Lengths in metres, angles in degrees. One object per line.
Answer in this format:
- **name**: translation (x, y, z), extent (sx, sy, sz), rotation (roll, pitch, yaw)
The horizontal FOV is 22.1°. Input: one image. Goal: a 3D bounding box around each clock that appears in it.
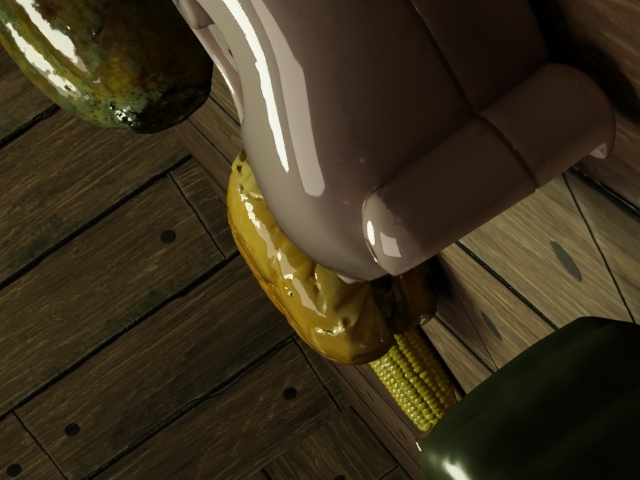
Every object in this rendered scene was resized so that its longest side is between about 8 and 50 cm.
- **clock**: translation (0.001, -0.144, 0.963), extent (0.326, 0.184, 0.342), rotation (60, 169, -1)

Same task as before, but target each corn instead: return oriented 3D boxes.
- **corn**: translation (0.096, 0.139, 2.133), extent (0.248, 0.081, 0.081), rotation (56, 174, -7)

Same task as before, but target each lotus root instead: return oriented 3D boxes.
- **lotus root**: translation (-0.263, -0.286, 1.907), extent (0.346, 0.250, 0.250), rotation (54, 174, 7)

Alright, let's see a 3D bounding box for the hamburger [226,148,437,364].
- **hamburger**: translation (0.000, 0.000, 1.781), extent (0.319, 0.158, 0.318), rotation (56, 173, 10)

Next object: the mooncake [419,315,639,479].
- **mooncake**: translation (0.223, 0.210, 1.043), extent (0.351, 0.187, 0.351), rotation (51, 175, 6)

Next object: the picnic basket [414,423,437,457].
- **picnic basket**: translation (0.191, 0.260, 1.778), extent (0.128, 0.137, 0.178), rotation (46, 163, 53)
